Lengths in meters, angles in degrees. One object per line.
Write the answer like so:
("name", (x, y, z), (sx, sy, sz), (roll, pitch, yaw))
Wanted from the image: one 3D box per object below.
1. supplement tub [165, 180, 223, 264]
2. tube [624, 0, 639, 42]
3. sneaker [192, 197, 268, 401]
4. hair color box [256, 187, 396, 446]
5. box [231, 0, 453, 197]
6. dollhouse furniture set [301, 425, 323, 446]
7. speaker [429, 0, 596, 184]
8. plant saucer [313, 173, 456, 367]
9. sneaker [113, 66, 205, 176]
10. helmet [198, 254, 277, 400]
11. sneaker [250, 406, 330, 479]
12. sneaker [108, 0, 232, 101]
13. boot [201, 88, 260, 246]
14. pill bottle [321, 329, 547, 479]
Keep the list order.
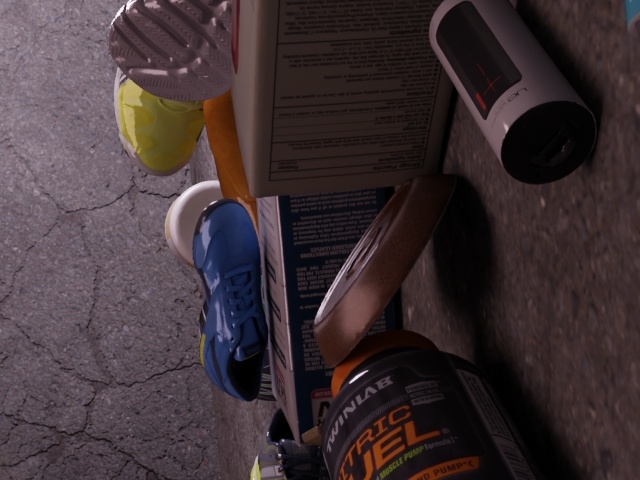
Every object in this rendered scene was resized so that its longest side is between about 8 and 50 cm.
("supplement tub", (-0.184, -0.022, 1.977), (0.200, 0.144, 0.144), (172, 92, -80))
("tube", (0.139, -0.183, 0.481), (0.080, 0.052, 0.207), (135, 133, -70))
("sneaker", (-0.079, 0.062, 1.165), (0.082, 0.069, 0.209), (39, 135, 50))
("hair color box", (0.000, 0.000, 1.134), (0.174, 0.105, 0.347), (-135, 40, -77))
("box", (0.015, -0.158, 0.856), (0.232, 0.149, 0.127), (97, 164, -48))
("dollhouse furniture set", (0.068, 0.285, 0.997), (0.259, 0.135, 0.262), (136, 128, -62))
("speaker", (0.106, -0.090, 0.673), (0.136, 0.055, 0.055), (-109, 16, -50))
("plant saucer", (0.041, 0.016, 0.872), (0.168, 0.029, 0.168), (-57, 3, 4))
("sneaker", (-0.185, -0.274, 1.621), (0.147, 0.145, 0.384), (-150, 75, -71))
("helmet", (-0.063, 0.112, 1.425), (0.161, 0.169, 0.169), (-83, -2, -46))
("sneaker", (-0.031, 0.318, 1.491), (0.300, 0.111, 0.121), (-120, 30, -60))
("sneaker", (-0.073, -0.255, 1.136), (0.321, 0.124, 0.180), (-23, 30, 48))
("boot", (-0.089, -0.088, 1.613), (0.295, 0.104, 0.211), (104, 152, -74))
("pill bottle", (0.075, 0.159, 0.775), (0.245, 0.130, 0.130), (-114, 21, -58))
